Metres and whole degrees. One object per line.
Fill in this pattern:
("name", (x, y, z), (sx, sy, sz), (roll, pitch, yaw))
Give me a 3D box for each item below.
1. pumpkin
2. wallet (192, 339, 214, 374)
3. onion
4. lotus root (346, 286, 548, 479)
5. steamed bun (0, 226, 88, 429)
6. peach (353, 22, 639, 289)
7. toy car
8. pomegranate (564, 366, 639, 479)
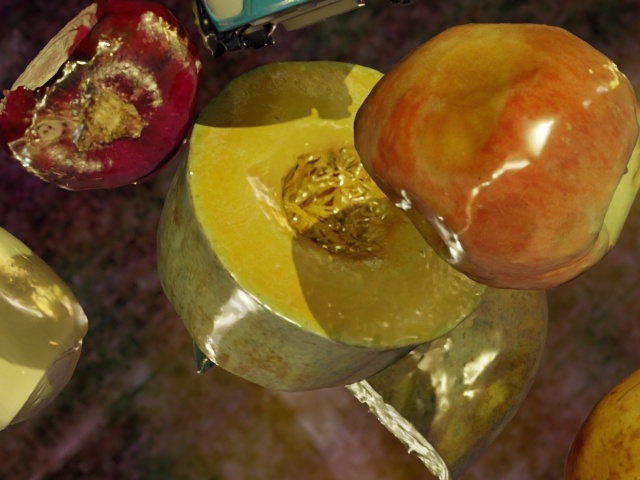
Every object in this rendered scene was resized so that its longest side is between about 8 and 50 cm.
("pumpkin", (0.000, 0.000, 1.807), (0.332, 0.332, 0.199), (-41, 170, -35))
("wallet", (-0.118, 0.088, 2.142), (0.088, 0.026, 0.129), (-97, -151, -52))
("onion", (-0.171, -0.120, 1.483), (0.173, 0.135, 0.198), (-37, -164, 13))
("lotus root", (0.145, 0.093, 2.060), (0.260, 0.267, 0.149), (-43, 167, -11))
("steamed bun", (-0.343, 0.087, 1.930), (0.155, 0.200, 0.250), (-48, -173, 10))
("peach", (0.138, -0.071, 1.439), (0.214, 0.235, 0.214), (-39, 142, -40))
("toy car", (-0.022, -0.268, 1.657), (0.198, 0.166, 0.314), (-19, -175, 10))
("pomegranate", (0.401, 0.251, 1.935), (0.264, 0.264, 0.264), (-44, 175, -4))
